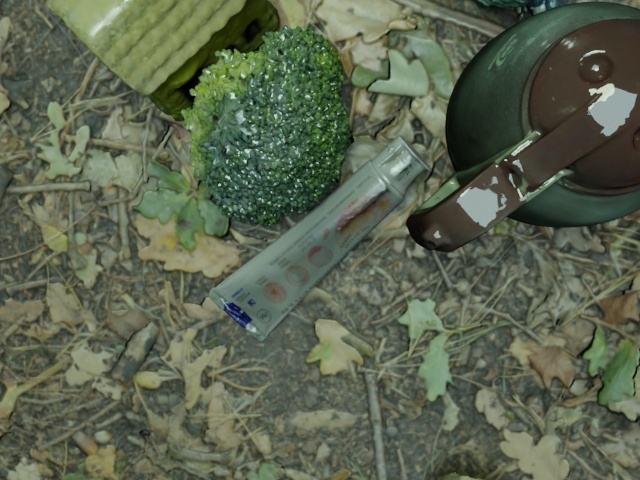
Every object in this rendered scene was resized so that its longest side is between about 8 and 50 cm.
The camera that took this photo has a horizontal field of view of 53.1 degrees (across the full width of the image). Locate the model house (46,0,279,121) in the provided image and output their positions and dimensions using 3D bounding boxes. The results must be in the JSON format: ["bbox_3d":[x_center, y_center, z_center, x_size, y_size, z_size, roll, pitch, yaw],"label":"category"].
[{"bbox_3d":[-0.177,-0.270,0.694,0.193,0.234,0.175,-42,81,4],"label":"model house"}]

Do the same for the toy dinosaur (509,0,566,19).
[{"bbox_3d":[0.258,-0.279,0.751,0.083,0.030,0.047,9,100,7],"label":"toy dinosaur"}]

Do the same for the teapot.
[{"bbox_3d":[0.217,-0.097,0.641,0.315,0.312,0.233,-39,90,10],"label":"teapot"}]

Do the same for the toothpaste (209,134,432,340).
[{"bbox_3d":[0.000,0.000,0.809,0.323,0.066,0.100,-42,106,15],"label":"toothpaste"}]

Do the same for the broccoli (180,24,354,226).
[{"bbox_3d":[-0.058,-0.121,0.748,0.198,0.226,0.176,-11,77,-15],"label":"broccoli"}]

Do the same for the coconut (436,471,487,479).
[{"bbox_3d":[0.198,0.352,0.807,0.124,0.110,0.110,17,100,9],"label":"coconut"}]

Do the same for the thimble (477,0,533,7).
[{"bbox_3d":[0.181,-0.346,0.657,0.198,0.235,0.143,24,102,-38],"label":"thimble"}]
